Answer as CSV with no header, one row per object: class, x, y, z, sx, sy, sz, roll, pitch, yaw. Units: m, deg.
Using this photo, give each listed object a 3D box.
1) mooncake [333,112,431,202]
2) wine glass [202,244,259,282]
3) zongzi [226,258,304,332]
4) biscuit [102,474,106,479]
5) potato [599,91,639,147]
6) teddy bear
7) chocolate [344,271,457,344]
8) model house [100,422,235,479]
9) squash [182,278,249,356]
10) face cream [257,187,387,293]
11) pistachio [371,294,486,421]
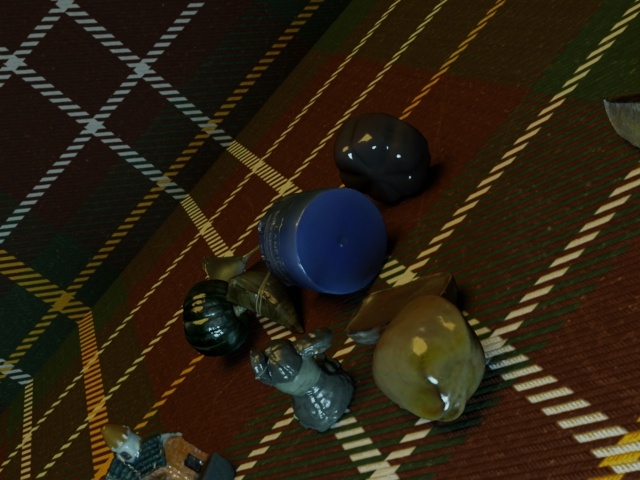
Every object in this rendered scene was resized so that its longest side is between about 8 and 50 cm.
mooncake,0.148,-0.203,1.970,0.245,0.245,0.133,-23,38,45
wine glass,-0.211,0.046,2.323,0.232,0.156,0.156,-37,28,18
zongzi,-0.083,0.125,2.073,0.248,0.241,0.111,-41,-27,-46
biscuit,-0.517,0.661,2.080,0.205,0.049,0.324,-59,24,-17
potato,0.610,-0.213,1.414,0.120,0.100,0.261,-10,11,-4
teddy bear,-0.030,0.259,1.633,0.171,0.251,0.144,-35,27,-1
chocolate,0.171,0.152,1.605,0.261,0.083,0.161,-19,22,47
model house,-0.388,0.530,1.766,0.271,0.301,0.190,-30,24,37
squash,-0.278,0.206,2.129,0.218,0.172,0.218,3,-90,-88
face cream,0.000,0.000,1.907,0.249,0.249,0.225,-57,22,-16
pistachio,0.177,0.203,1.416,0.260,0.163,0.212,-3,76,59
